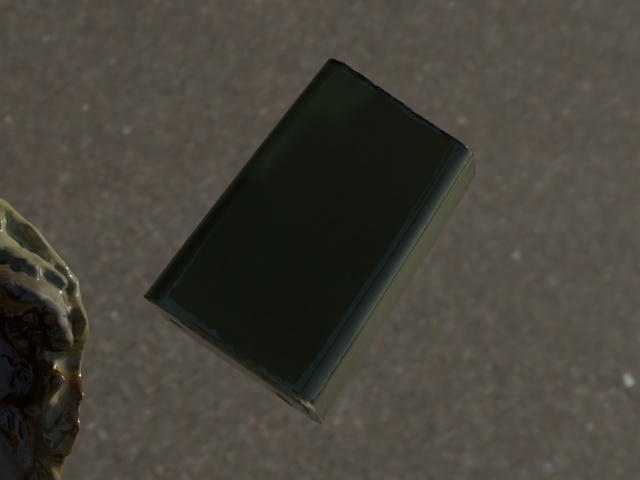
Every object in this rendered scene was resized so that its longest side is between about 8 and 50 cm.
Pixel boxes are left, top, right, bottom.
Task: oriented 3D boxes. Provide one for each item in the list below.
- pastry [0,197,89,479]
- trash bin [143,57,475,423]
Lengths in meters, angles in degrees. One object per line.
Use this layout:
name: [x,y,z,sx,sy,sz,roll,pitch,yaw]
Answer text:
pastry: [-0.240,0.092,0.874,0.236,0.170,0.256,12,83,-20]
trash bin: [0.000,0.000,0.598,0.061,0.092,0.043,34,-9,12]
